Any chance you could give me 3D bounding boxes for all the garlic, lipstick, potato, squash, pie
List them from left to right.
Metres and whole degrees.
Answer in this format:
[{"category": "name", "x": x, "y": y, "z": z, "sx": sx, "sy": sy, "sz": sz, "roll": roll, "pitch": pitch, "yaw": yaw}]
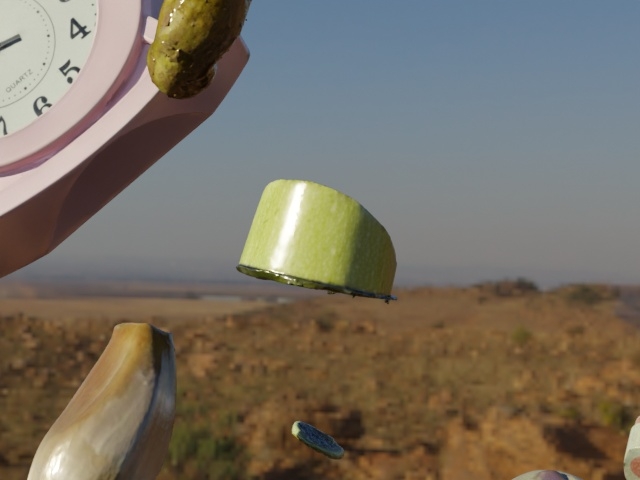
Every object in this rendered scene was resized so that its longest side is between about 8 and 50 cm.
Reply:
[{"category": "garlic", "x": -0.264, "y": 0.241, "z": 1.685, "sx": 0.143, "sy": 0.318, "sz": 0.112, "roll": 13, "pitch": -31, "yaw": 21}, {"category": "potato", "x": -0.066, "y": -0.116, "z": 0.731, "sx": 0.045, "sy": 0.092, "sz": 0.046, "roll": 27, "pitch": 21, "yaw": -6}, {"category": "pie", "x": -0.003, "y": 0.283, "z": 1.912, "sx": 0.085, "sy": 0.017, "sz": 0.085, "roll": 28, "pitch": 8, "yaw": -4}, {"category": "squash", "x": 0.005, "y": 0.012, "z": 1.807, "sx": 0.220, "sy": 0.133, "sz": 0.220, "roll": 13, "pitch": -8, "yaw": 2}, {"category": "lipstick", "x": 0.375, "y": 0.184, "z": 1.478, "sx": 0.057, "sy": 0.063, "sz": 0.186, "roll": 7, "pitch": 39, "yaw": 20}]

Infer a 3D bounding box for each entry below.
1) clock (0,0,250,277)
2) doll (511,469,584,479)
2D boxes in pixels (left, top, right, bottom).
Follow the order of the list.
[{"category": "clock", "x": -0.177, "y": -0.160, "z": 0.840, "sx": 0.290, "sy": 0.275, "sz": 0.080, "roll": -38, "pitch": -19, "yaw": -4}, {"category": "doll", "x": 0.172, "y": 0.365, "z": 1.265, "sx": 0.215, "sy": 0.226, "sz": 0.370, "roll": -35, "pitch": -15, "yaw": -41}]
